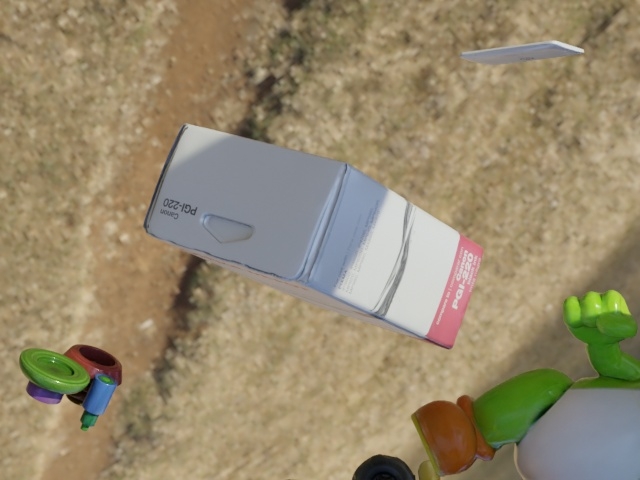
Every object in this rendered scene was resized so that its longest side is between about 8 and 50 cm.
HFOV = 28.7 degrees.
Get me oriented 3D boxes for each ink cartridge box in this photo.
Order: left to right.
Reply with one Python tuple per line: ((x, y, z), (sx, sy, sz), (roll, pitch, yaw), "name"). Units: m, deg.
((0.000, 0.000, 0.935), (0.218, 0.159, 0.092), (24, 83, -54), "ink cartridge box")

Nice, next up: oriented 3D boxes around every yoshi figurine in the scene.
((0.267, 0.147, 0.981), (0.362, 0.203, 0.203), (-20, 127, 0), "yoshi figurine")

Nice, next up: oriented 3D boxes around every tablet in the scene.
((0.157, -0.145, 0.974), (0.083, 0.006, 0.054), (-1, 179, 37), "tablet")

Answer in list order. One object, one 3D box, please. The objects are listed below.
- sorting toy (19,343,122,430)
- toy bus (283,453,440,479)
((-0.178, 0.106, 0.895), (0.042, 0.061, 0.102), (-65, 159, 11), "sorting toy")
((0.037, 0.340, 1.262), (0.220, 0.211, 0.149), (-16, 157, -4), "toy bus")
